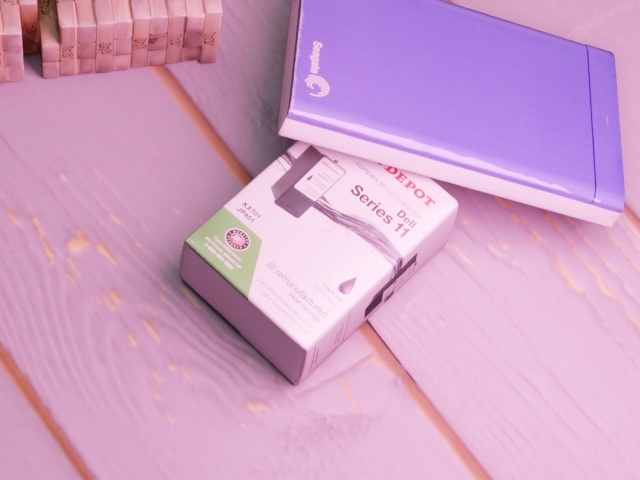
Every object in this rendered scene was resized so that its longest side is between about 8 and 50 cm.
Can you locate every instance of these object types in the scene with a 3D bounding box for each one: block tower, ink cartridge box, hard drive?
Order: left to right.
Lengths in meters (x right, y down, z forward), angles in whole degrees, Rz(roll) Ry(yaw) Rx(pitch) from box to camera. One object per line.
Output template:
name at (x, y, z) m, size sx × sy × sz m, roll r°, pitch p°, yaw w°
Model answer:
block tower at (-0.266, -0.211, 1.677) m, size 0.335 × 0.091 × 0.097 m, roll -6°, pitch 66°, yaw -10°
ink cartridge box at (0.000, 0.000, 1.606) m, size 0.153 × 0.087 × 0.208 m, roll 41°, pitch 66°, yaw 13°
hard drive at (0.124, -0.138, 1.652) m, size 0.319 × 0.040 × 0.210 m, roll 15°, pitch 47°, yaw -12°
